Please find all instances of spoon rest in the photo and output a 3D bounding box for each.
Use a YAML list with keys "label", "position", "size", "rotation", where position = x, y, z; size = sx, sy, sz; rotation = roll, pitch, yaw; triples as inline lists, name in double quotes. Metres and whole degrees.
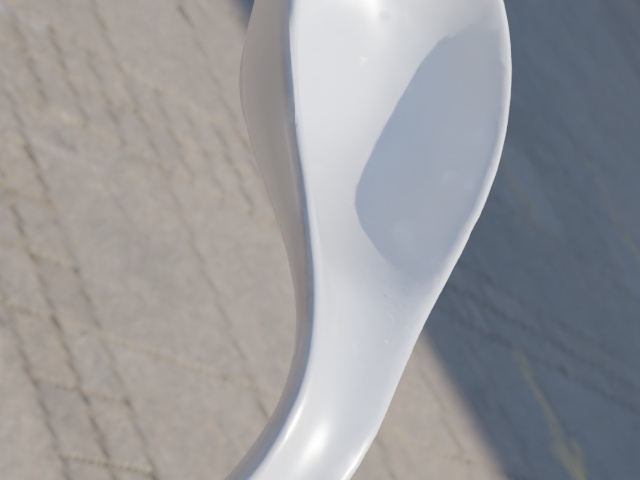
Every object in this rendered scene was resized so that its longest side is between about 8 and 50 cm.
- label: "spoon rest"
  position: [0.000, 0.000, 0.599]
  size: [0.137, 0.084, 0.276]
  rotation: [45, 62, -43]
